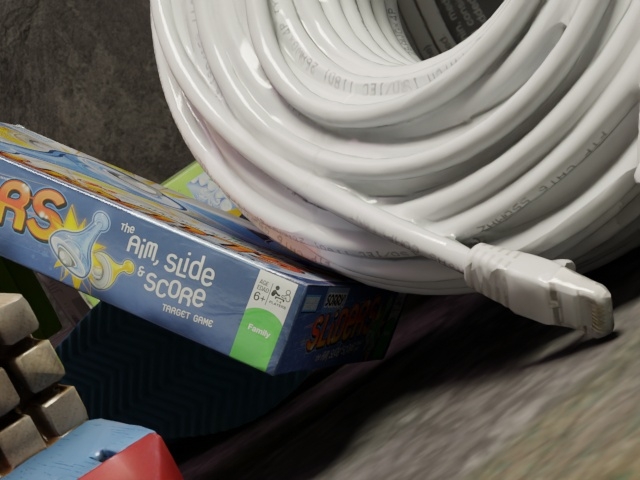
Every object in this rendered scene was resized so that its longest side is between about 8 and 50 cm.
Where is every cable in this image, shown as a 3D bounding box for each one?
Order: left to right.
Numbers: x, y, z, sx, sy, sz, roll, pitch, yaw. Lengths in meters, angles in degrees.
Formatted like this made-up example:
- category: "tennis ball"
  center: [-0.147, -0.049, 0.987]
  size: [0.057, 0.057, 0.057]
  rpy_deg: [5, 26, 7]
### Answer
- category: "cable"
  center: [0.048, -0.109, 0.499]
  size: [0.257, 0.257, 0.089]
  rpy_deg: [13, 4, 42]

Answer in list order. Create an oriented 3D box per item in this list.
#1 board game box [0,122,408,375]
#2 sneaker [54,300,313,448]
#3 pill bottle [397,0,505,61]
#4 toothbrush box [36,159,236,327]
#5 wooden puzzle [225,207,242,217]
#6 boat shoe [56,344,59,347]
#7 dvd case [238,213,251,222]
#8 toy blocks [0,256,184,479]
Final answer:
- category: "board game box"
  center: [-0.077, -0.004, 0.556]
  size: [0.035, 0.201, 0.136]
  rpy_deg: [-69, -17, 5]
- category: "sneaker"
  center: [-0.078, 0.058, 0.704]
  size: [0.228, 0.087, 0.092]
  rpy_deg: [-29, 5, 30]
- category: "pill bottle"
  center: [0.094, -0.099, 0.624]
  size: [0.278, 0.162, 0.162]
  rpy_deg: [-31, 6, 36]
- category: "toothbrush box"
  center: [-0.122, -0.008, 1.406]
  size: [0.283, 0.122, 0.206]
  rpy_deg: [-37, 6, -17]
- category: "wooden puzzle"
  center: [-0.086, 0.023, 1.104]
  size: [0.221, 0.044, 0.238]
  rpy_deg: [-38, -3, 27]
- category: "boat shoe"
  center: [-0.222, 0.127, 1.186]
  size: [0.048, 0.056, 0.153]
  rpy_deg: [-27, 15, 25]
- category: "dvd case"
  center: [0.002, -0.014, 0.927]
  size: [0.119, 0.013, 0.087]
  rpy_deg: [1, 29, 26]
- category: "toy blocks"
  center: [-0.186, 0.126, 0.410]
  size: [0.381, 0.191, 0.261]
  rpy_deg: [-33, 15, -28]
